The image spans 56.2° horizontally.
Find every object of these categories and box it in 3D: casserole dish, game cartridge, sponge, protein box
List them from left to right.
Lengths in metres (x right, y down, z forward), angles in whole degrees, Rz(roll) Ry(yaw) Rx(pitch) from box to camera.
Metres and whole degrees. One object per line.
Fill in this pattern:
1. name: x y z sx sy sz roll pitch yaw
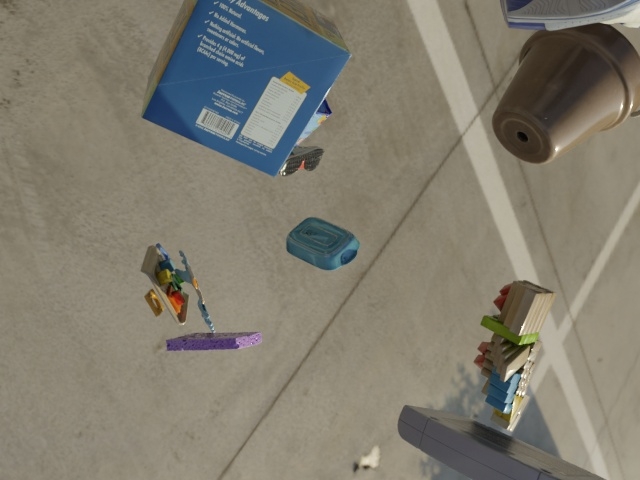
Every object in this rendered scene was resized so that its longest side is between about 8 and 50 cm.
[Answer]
1. sponge: -0.260 0.246 1.468 0.117 0.210 0.031 0 85 -64
2. protein box: -0.102 -0.232 0.800 0.199 0.136 0.201 22 119 -25
3. casserole dish: 0.000 0.000 1.324 0.114 0.188 0.037 -42 134 -25
4. game cartridge: 0.265 0.318 0.864 0.198 0.297 0.062 17 88 -43

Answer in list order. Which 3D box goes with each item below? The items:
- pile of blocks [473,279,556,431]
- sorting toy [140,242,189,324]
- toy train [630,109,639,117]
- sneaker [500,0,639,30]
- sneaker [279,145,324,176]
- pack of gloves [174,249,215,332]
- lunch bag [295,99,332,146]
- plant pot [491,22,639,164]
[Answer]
1. pile of blocks: 0.350 0.226 1.182 0.149 0.112 0.362 -24 127 -39
2. sorting toy: -0.418 0.117 1.668 0.047 0.348 0.196 -27 114 3
3. toy train: 0.286 -0.094 0.415 0.143 0.248 0.105 -1 97 -28
4. sneaker: 0.363 -0.271 0.658 0.182 0.315 0.127 30 58 -63
5. sneaker: -0.056 -0.178 1.230 0.161 0.075 0.057 -26 148 -54
6. pack of gloves: -0.355 0.143 1.650 0.046 0.232 0.195 -21 118 -14
7. lunch bag: -0.115 -0.455 1.799 0.138 0.221 0.293 -13 79 -34
8. plant pot: 0.475 -0.280 1.220 0.229 0.263 0.263 -46 132 -13
